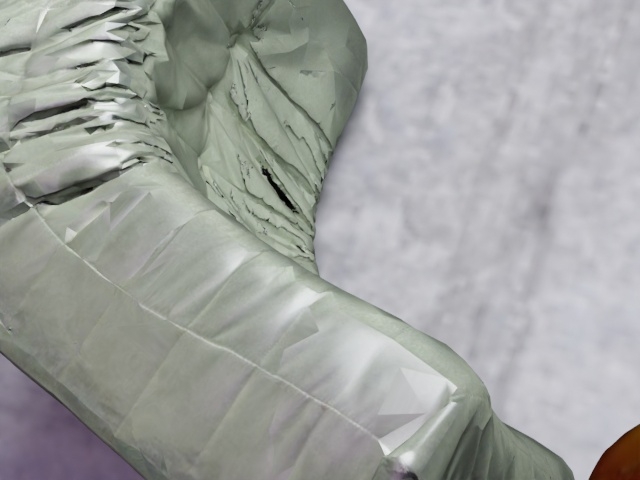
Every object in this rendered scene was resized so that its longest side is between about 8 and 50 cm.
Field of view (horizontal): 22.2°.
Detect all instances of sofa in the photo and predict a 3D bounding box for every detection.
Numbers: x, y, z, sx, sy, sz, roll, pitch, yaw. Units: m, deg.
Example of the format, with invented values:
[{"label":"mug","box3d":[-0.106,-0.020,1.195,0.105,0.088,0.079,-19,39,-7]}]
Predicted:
[{"label":"sofa","box3d":[0.000,0.000,0.536,0.225,0.210,0.176,35,85,27]}]

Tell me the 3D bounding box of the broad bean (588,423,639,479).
[{"label":"broad bean","box3d":[0.151,0.125,0.521,0.114,0.084,0.165,-19,62,-8]}]
